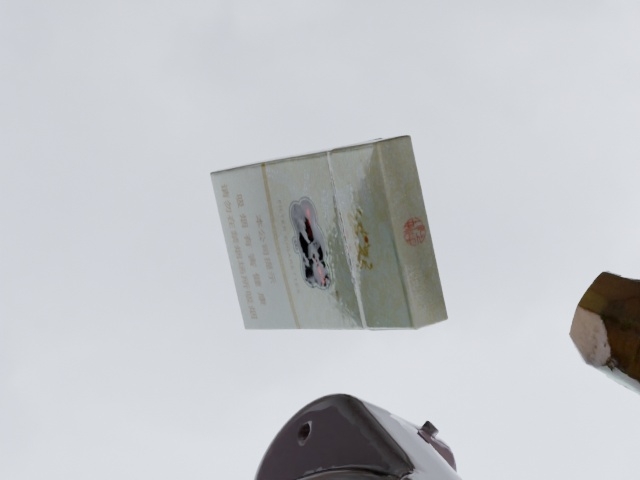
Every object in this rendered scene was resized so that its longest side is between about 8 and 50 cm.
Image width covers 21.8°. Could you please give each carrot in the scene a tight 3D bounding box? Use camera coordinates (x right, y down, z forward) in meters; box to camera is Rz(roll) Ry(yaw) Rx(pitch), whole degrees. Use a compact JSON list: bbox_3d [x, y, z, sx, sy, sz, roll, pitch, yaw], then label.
[{"bbox_3d":[0.261,0.099,0.946,0.260,0.070,0.070,31,-139,26],"label":"carrot"}]

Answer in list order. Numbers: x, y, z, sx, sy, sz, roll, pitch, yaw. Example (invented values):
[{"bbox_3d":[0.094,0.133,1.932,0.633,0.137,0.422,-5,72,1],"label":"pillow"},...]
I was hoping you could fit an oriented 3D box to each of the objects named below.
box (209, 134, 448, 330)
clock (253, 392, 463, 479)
[{"bbox_3d":[0.000,0.000,0.829,0.024,0.090,0.167,-15,-175,-30],"label":"box"},{"bbox_3d":[-0.001,0.272,0.902,0.113,0.322,0.295,30,-171,-36],"label":"clock"}]
